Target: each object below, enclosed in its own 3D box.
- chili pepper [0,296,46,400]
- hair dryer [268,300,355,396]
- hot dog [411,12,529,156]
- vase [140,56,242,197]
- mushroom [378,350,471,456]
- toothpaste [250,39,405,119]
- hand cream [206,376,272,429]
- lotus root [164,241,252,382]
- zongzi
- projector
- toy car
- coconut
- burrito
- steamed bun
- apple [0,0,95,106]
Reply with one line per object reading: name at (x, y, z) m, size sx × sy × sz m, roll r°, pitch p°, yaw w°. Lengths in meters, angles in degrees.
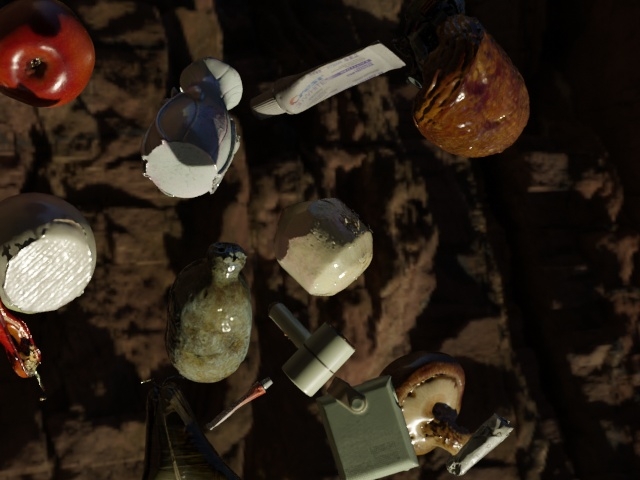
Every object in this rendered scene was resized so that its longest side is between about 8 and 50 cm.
chili pepper at (-0.503, 0.153, 1.385) m, size 0.059 × 0.050 × 0.268 m, roll -64°, pitch 144°, yaw -50°
hair dryer at (-0.068, 0.293, 2.624) m, size 0.203 × 0.128 × 0.362 m, roll -47°, pitch -133°, yaw -1°
hot dog at (0.325, -0.328, 1.857) m, size 0.174 × 0.387 × 0.267 m, roll 23°, pitch -92°, yaw 33°
vase at (-0.337, -0.320, 2.354) m, size 0.445 × 0.250 × 0.250 m, roll -83°, pitch -173°, yaw -48°
mushroom at (0.327, 0.502, 2.607) m, size 0.259 × 0.345 × 0.345 m, roll 27°, pitch -61°, yaw 50°
toothpaste at (0.002, -0.275, 1.493) m, size 0.068 × 0.282 × 0.099 m, roll 68°, pitch 26°, yaw -12°
hand cream at (-0.222, 0.450, 2.359) m, size 0.038 × 0.216 × 0.052 m, roll 48°, pitch -15°, yaw 20°
lotus root at (-0.203, 0.139, 1.552) m, size 0.349 × 0.175 × 0.175 m, roll 102°, pitch -25°, yaw -47°
zongzi at (-0.246, 0.406, 1.762) m, size 0.111 × 0.241 × 0.248 m, roll 57°, pitch 33°, yaw -83°
projector at (0.101, 0.409, 1.900) m, size 0.163 × 0.177 × 0.243 m, roll 66°, pitch 5°, yaw -79°
toy car at (0.268, -0.463, 1.974) m, size 0.118 × 0.193 × 0.301 m, roll 40°, pitch -3°, yaw 23°
coconut at (0.000, 0.000, 1.533) m, size 0.183 × 0.171 × 0.171 m, roll 47°, pitch -34°, yaw 11°
burrito at (0.407, 0.528, 2.205) m, size 0.203 × 0.064 × 0.064 m, roll -43°, pitch -146°, yaw 3°
steamed bun at (-0.721, 0.010, 2.122) m, size 0.309 × 0.309 × 0.309 m, roll 177°, pitch -90°, yaw -68°
apple at (-0.665, -0.444, 2.023) m, size 0.216 × 0.260 × 0.260 m, roll -104°, pitch -160°, yaw -60°
